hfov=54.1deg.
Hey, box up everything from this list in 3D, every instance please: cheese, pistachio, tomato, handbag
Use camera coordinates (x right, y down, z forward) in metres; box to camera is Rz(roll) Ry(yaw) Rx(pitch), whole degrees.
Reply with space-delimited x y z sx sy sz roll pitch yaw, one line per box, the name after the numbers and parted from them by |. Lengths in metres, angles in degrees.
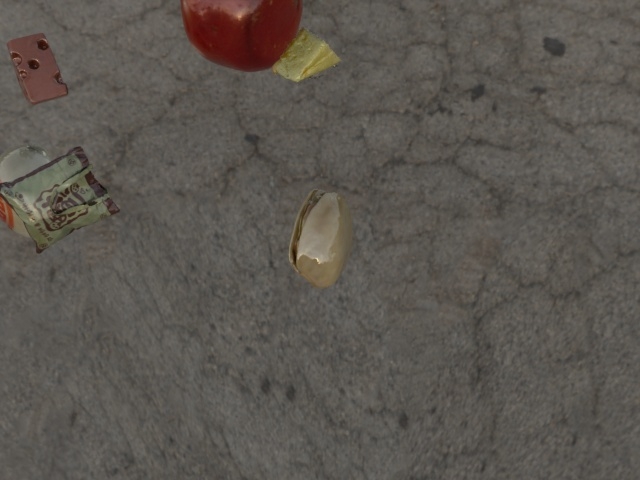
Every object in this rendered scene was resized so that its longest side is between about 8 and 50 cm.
-0.866 -0.503 1.956 0.128 0.203 0.177 -24 63 -25 | cheese
0.000 0.000 1.371 0.152 0.223 0.126 -12 21 -32 | pistachio
-0.211 -0.625 1.690 0.292 0.325 0.290 21 42 8 | tomato
-0.660 -0.101 1.582 0.235 0.213 0.127 -29 33 -12 | handbag

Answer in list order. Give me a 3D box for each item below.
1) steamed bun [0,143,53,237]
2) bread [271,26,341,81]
-0.872 -0.137 1.848 0.177 0.283 0.283 -22 55 -35 | steamed bun
-0.025 -0.335 1.200 0.084 0.080 0.109 38 91 33 | bread
